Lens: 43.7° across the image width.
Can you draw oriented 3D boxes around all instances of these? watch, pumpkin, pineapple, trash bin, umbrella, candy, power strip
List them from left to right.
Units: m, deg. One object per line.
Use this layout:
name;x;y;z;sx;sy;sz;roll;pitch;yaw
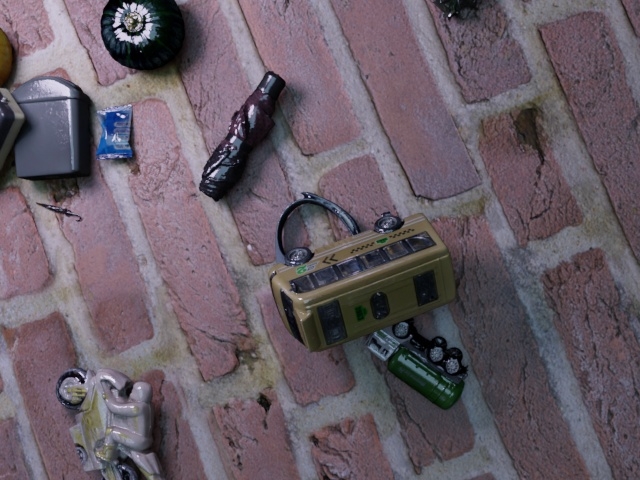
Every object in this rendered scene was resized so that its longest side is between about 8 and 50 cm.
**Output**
power strip;-0.769;-0.234;1.852;0.105;0.070;0.257;50;122;20
trash bin;-0.634;-0.266;1.881;0.176;0.101;0.237;-4;87;5
umbrella;-0.626;-0.075;1.907;0.122;0.013;0.022;21;110;7
candy;-0.490;-0.258;1.892;0.088;0.038;0.136;-5;76;3
pumpkin;-0.414;-0.493;1.850;0.201;0.140;0.202;-1;85;10
umbrella;-0.175;-0.240;1.828;0.326;0.094;0.090;-58;38;2
watch;0.000;0.000;1.799;0.206;0.068;0.193;18;89;10
pineapple;0.354;-0.605;1.786;0.125;0.125;0.251;40;96;8

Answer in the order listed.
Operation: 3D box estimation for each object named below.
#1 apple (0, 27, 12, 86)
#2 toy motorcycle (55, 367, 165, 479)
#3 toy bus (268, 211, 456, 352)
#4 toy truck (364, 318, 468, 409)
apple;-0.834;-0.446;1.880;0.195;0.196;0.196;-1;86;7
toy motorcycle;-0.458;0.416;1.801;0.222;0.108;0.341;-30;76;10
toy bus;0.087;0.090;1.664;0.365;0.202;0.177;-20;124;-7
toy truck;0.213;0.257;1.738;0.242;0.101;0.125;37;102;6
